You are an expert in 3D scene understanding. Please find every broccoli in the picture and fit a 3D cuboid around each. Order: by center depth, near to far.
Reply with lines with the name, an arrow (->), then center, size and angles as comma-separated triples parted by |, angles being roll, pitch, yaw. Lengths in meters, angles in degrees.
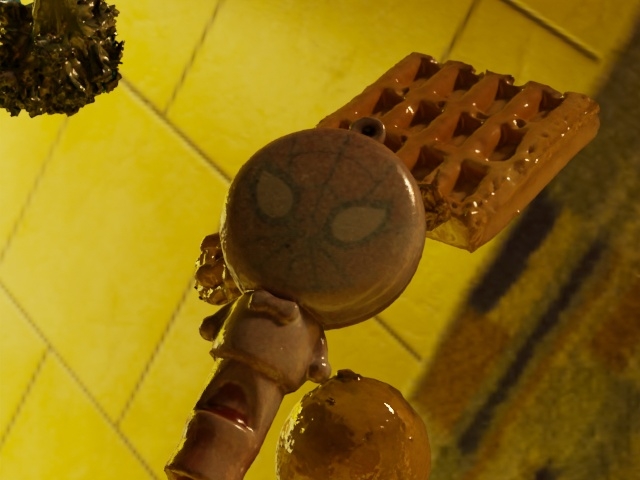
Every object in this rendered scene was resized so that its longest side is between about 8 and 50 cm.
broccoli -> -0.264, -0.204, 1.347 | 0.154, 0.167, 0.160 | 53, 152, 30

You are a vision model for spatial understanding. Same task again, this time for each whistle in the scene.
whistle -> -0.015, 0.030, 0.695 | 0.107, 0.057, 0.220 | 20, 67, 13

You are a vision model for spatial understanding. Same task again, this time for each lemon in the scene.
lemon -> 0.017, 0.121, 0.715 | 0.082, 0.082, 0.111 | 36, 138, 39

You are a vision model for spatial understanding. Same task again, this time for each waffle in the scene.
waffle -> 0.000, 0.004, 0.935 | 0.149, 0.194, 0.051 | 5, 111, 45
waffle -> 0.121, -0.095, 1.375 | 0.247, 0.221, 0.055 | 22, 141, 39
